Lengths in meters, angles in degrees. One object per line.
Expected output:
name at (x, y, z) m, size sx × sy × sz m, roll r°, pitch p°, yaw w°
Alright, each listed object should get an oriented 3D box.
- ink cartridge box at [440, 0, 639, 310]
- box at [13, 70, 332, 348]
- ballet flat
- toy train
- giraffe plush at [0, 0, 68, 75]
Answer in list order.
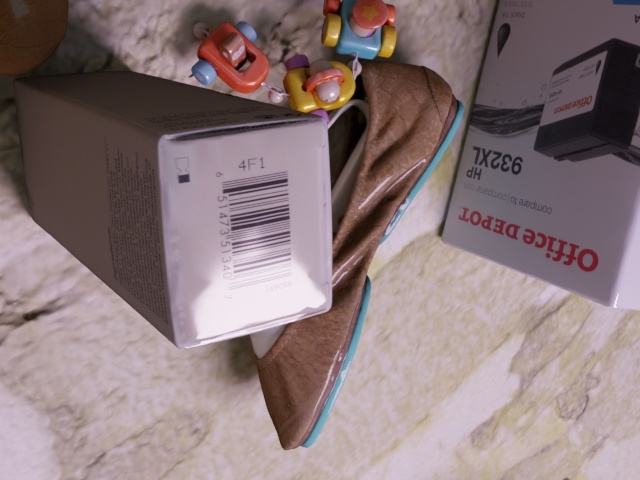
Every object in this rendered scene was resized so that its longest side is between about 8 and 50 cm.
ink cartridge box at (0.253, -0.111, 0.751) m, size 0.129 × 0.223 × 0.307 m, roll 6°, pitch 101°, yaw -33°
box at (-0.104, -0.037, 0.516) m, size 0.094 × 0.275 × 0.113 m, roll -12°, pitch 112°, yaw -30°
ballet flat at (0.000, 0.000, 0.706) m, size 0.124 × 0.116 × 0.342 m, roll 25°, pitch 90°, yaw -15°
toy train at (-0.012, -0.160, 0.649) m, size 0.125 × 0.046 × 0.166 m, roll 46°, pitch 72°, yaw -2°
giraffe plush at (-0.227, -0.148, 0.497) m, size 0.171 × 0.181 × 0.210 m, roll -3°, pitch 72°, yaw -42°
